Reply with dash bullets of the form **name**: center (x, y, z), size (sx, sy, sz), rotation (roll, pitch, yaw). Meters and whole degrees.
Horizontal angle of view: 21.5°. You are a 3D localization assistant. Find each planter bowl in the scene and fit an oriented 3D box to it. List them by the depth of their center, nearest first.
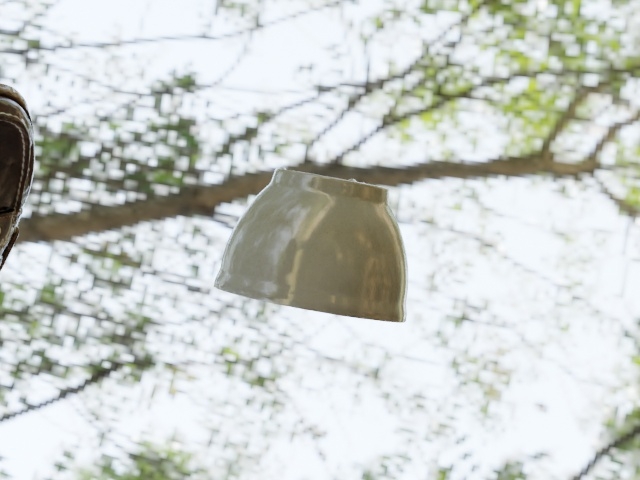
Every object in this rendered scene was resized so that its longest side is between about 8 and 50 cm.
- **planter bowl**: center (0.000, 0.000, 1.388), size (0.162, 0.162, 0.109), rotation (8, -88, -55)

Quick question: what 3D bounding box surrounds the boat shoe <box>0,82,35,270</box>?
- **boat shoe**: center (-0.228, -0.002, 1.076), size (0.073, 0.073, 0.207), rotation (7, -51, -24)
